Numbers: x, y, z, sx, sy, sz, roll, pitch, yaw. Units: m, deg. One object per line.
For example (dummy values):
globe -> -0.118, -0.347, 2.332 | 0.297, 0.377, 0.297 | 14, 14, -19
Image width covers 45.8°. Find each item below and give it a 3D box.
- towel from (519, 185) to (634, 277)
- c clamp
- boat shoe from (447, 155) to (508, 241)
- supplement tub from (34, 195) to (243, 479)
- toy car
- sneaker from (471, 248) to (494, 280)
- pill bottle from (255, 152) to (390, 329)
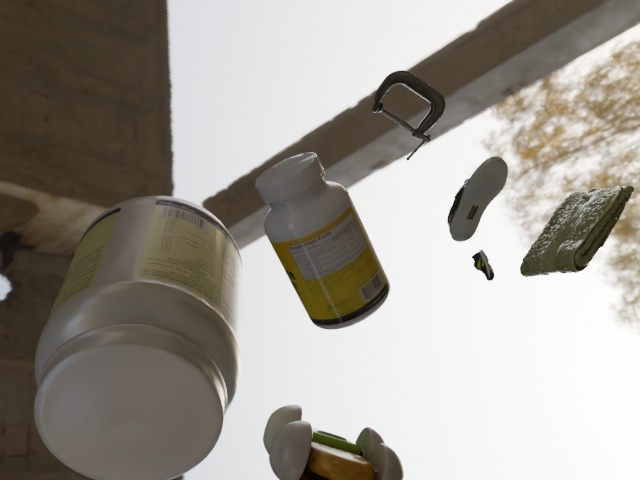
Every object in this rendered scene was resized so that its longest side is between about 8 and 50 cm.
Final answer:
towel -> 0.314, -0.013, 0.938 | 0.027, 0.110, 0.148 | 46, -114, -15
c clamp -> 0.157, -0.233, 1.395 | 0.160, 0.137, 0.022 | 34, -155, -29
boat shoe -> 0.325, -0.099, 1.622 | 0.077, 0.219, 0.070 | 9, -141, -20
supplement tub -> -0.214, 0.111, 0.941 | 0.235, 0.235, 0.325 | 43, -162, -24
toy car -> 0.003, 0.290, 0.925 | 0.159, 0.182, 0.136 | 19, -92, -10
sneaker -> 0.359, 0.059, 1.675 | 0.031, 0.035, 0.083 | 42, -152, -41
pill bottle -> 0.000, 0.000, 0.844 | 0.184, 0.103, 0.103 | 64, -144, -21
